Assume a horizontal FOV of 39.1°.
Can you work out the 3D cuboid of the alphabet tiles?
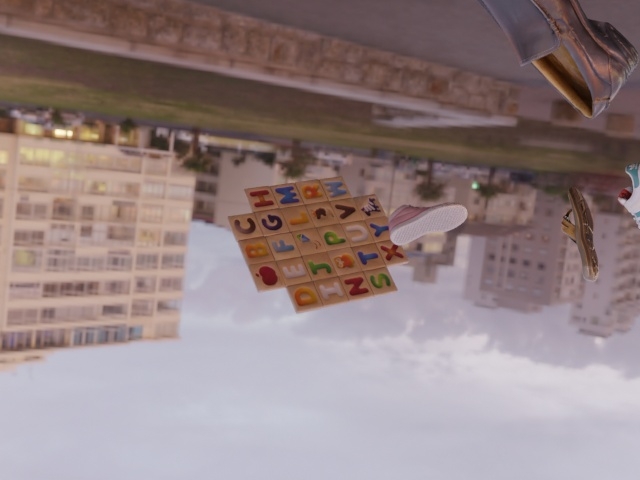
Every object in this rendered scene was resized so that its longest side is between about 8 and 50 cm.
[{"bbox_3d":[0.000,0.000,1.778,0.343,0.285,0.011,-10,152,-29],"label":"alphabet tiles"}]

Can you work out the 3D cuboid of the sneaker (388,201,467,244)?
[{"bbox_3d":[0.175,-0.042,1.512,0.134,0.051,0.070,-20,-148,5],"label":"sneaker"}]

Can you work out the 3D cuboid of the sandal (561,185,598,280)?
[{"bbox_3d":[0.448,-0.012,1.579,0.049,0.180,0.072,-15,157,30],"label":"sandal"}]

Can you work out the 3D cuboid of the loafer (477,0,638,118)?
[{"bbox_3d":[0.175,-0.164,0.708,0.170,0.061,0.062,33,164,-12],"label":"loafer"}]

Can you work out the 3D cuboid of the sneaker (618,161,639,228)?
[{"bbox_3d":[0.469,-0.048,1.295,0.075,0.161,0.057,11,-135,28],"label":"sneaker"}]
